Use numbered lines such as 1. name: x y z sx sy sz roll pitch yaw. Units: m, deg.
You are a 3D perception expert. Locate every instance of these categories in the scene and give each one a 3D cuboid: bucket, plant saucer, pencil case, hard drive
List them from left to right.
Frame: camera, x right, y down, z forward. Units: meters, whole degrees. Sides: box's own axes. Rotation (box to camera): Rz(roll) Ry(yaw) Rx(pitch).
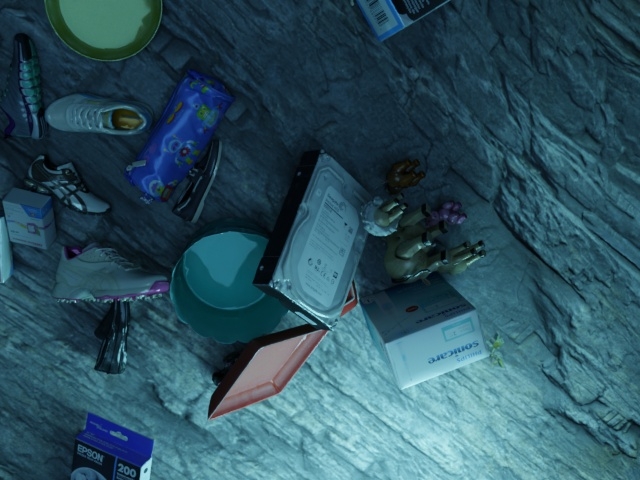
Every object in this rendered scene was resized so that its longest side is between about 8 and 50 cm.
1. plant saucer: -0.458 -0.504 1.524 0.241 0.037 0.240 -2 106 -9
2. pencil case: -0.316 -0.228 1.573 0.306 0.119 0.133 -55 147 7
3. bucket: -0.201 0.084 1.645 0.281 0.183 0.281 -2 105 -7
4. plant saucer: -0.127 0.292 1.670 0.047 0.258 0.259 49 121 23
5. hard drive: 0.000 0.000 1.590 0.237 0.064 0.338 41 59 -40

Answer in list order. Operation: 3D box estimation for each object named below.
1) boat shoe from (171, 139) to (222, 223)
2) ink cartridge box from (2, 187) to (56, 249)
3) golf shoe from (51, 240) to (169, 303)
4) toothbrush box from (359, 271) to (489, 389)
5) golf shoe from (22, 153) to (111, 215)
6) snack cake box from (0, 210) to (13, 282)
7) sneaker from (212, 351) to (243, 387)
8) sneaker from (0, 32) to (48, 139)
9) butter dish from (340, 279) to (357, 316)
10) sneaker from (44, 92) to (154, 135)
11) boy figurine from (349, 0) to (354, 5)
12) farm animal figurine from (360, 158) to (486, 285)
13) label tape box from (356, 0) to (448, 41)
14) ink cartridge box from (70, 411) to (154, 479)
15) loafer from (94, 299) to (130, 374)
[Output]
1. boat shoe: -0.279 -0.139 1.630 0.065 0.075 0.206 19 106 -16
2. ink cartridge box: -0.638 -0.046 1.578 0.089 0.052 0.122 13 133 2
3. golf shoe: -0.471 0.070 1.588 0.306 0.115 0.140 -1 87 23
4. toothbrush box: 0.233 0.201 1.684 0.217 0.295 0.126 -20 107 -2
5. golf shoe: -0.552 -0.121 1.593 0.198 0.077 0.093 24 100 -15
6. snack cake box: -0.826 0.008 1.579 0.265 0.089 0.152 3 103 -10
7. sneaker: -0.199 0.305 1.764 0.077 0.072 0.178 39 95 -15
8. sneaker: -0.649 -0.323 1.523 0.098 0.083 0.223 -3 106 -3
9. butter dish: -0.002 0.109 1.723 0.160 0.118 0.159 -29 113 -45
10. sneaker: -0.482 -0.272 1.554 0.229 0.092 0.087 -1 107 -7
11. boy figurine: 0.104 -0.591 1.554 0.285 0.092 0.177 39 84 -14
12. farm animal figurine: 0.217 -0.003 1.656 0.172 0.326 0.330 -32 105 31
13. label tape box: 0.209 -0.610 1.489 0.348 0.115 0.249 -36 101 -19
14. ink cartridge box: -0.510 0.548 1.747 0.206 0.045 0.208 15 104 20
15. loafer: -0.492 0.214 1.690 0.078 0.076 0.223 4 108 -19
